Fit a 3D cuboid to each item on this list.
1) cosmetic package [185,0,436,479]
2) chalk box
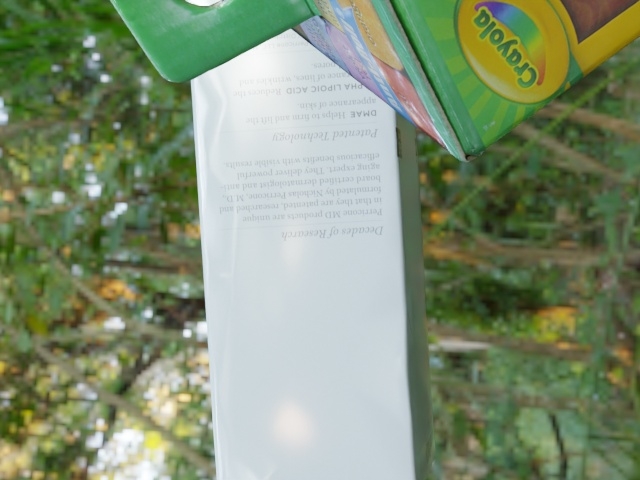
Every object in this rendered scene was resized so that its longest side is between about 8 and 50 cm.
[{"bbox_3d":[0.000,0.000,1.102,0.217,0.156,0.384,-24,-71,-81],"label":"cosmetic package"},{"bbox_3d":[0.044,-0.167,0.544,0.179,0.289,0.180,44,169,52],"label":"chalk box"}]
